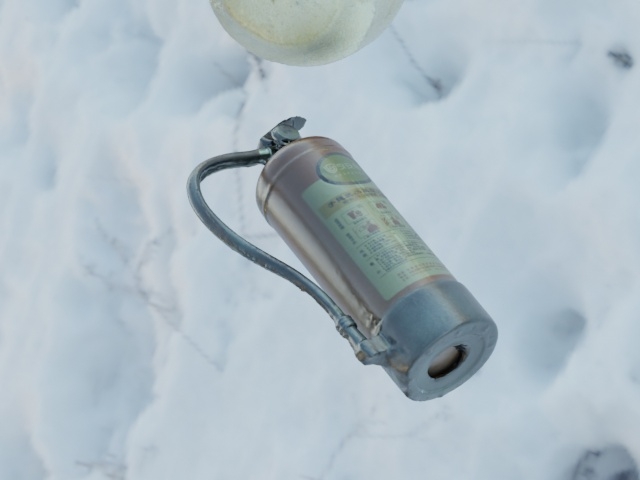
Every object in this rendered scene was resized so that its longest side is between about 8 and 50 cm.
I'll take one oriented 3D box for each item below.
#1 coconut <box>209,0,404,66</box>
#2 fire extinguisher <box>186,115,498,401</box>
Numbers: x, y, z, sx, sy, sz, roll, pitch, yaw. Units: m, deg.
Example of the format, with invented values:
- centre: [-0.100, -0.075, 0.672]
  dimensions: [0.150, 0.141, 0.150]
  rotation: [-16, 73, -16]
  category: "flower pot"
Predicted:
- centre: [-0.007, -0.339, 1.884]
  dimensions: [0.237, 0.237, 0.266]
  rotation: [-42, 7, 26]
  category: "coconut"
- centre: [0.007, -0.008, 1.530]
  dimensions: [0.113, 0.200, 0.376]
  rotation: [-55, 51, 23]
  category: "fire extinguisher"
